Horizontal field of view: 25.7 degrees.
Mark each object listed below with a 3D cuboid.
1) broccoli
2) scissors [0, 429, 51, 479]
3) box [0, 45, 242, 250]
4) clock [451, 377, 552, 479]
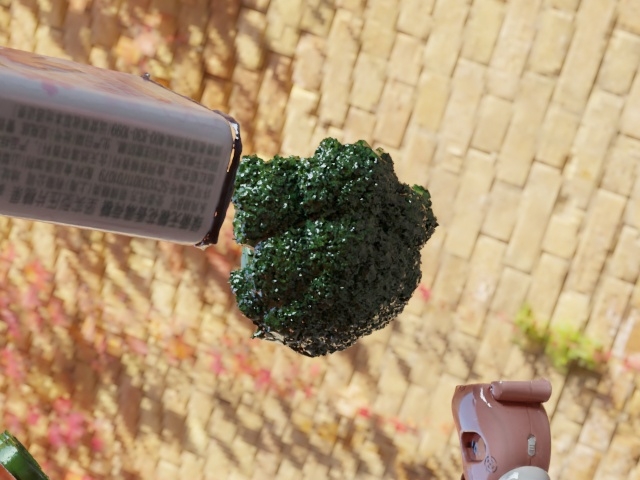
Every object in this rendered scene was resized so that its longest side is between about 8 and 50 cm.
[{"bbox_3d":[0.000,0.000,1.611,0.265,0.245,0.294,-37,-28,-12],"label":"broccoli"},{"bbox_3d":[-0.195,0.237,1.158,0.027,0.204,0.101,-43,12,-9],"label":"scissors"},{"bbox_3d":[-0.247,-0.086,0.952,0.369,0.190,0.112,7,-76,-37],"label":"box"},{"bbox_3d":[0.206,0.244,1.635,0.166,0.092,0.162,153,117,-71],"label":"clock"}]
